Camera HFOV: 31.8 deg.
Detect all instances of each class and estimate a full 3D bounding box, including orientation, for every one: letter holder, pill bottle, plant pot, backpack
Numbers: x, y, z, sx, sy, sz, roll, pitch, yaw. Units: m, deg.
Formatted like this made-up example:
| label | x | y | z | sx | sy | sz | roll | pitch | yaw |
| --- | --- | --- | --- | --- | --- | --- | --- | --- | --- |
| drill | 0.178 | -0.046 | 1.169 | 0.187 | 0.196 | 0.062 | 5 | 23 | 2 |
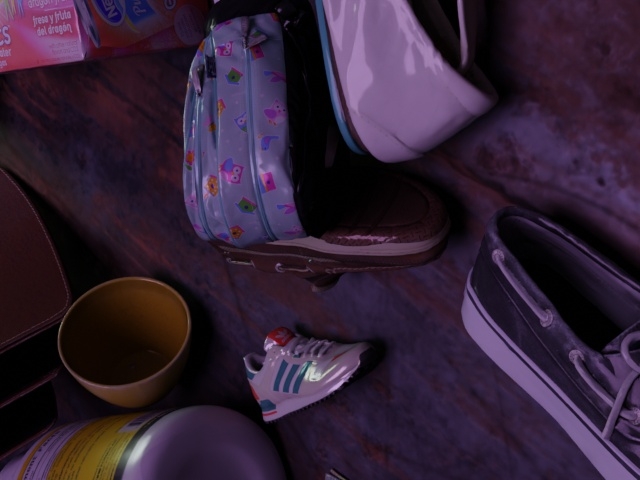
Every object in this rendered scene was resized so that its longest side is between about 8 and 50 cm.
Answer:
| label | x | y | z | sx | sy | sz | roll | pitch | yaw |
| --- | --- | --- | --- | --- | --- | --- | --- | --- | --- |
| letter holder | -0.382 | 0.077 | 1.283 | 0.302 | 0.214 | 0.152 | 50 | 166 | 43 |
| pill bottle | -0.203 | 0.274 | 1.157 | 0.334 | 0.188 | 0.188 | -15 | 92 | 47 |
| plant pot | -0.191 | 0.118 | 1.152 | 0.134 | 0.134 | 0.095 | 37 | 154 | 30 |
| backpack | -0.045 | -0.082 | 0.862 | 0.115 | 0.152 | 0.182 | -7 | 65 | 15 |

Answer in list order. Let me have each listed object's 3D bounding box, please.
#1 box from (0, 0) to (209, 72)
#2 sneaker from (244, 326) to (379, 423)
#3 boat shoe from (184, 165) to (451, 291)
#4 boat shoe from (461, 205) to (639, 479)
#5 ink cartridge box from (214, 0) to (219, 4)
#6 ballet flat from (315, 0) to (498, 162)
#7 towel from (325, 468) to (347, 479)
| label | x | y | z | sx | sy | sz | roll | pitch | yaw |
| --- | --- | --- | --- | --- | --- | --- | --- | --- | --- |
| box | -0.261 | -0.237 | 1.071 | 0.300 | 0.154 | 0.142 | 3 | 105 | 45 |
| sneaker | -0.017 | 0.110 | 1.012 | 0.161 | 0.057 | 0.075 | -33 | 85 | 48 |
| boat shoe | 0.004 | -0.005 | 0.946 | 0.257 | 0.095 | 0.095 | 11 | 136 | 40 |
| boat shoe | 0.219 | 0.085 | 0.732 | 0.306 | 0.113 | 0.105 | 47 | 146 | 35 |
| ink cartridge box | -0.040 | -0.244 | 0.921 | 0.122 | 0.052 | 0.088 | -11 | 95 | 45 |
| ballet flat | 0.037 | -0.257 | 0.806 | 0.139 | 0.139 | 0.400 | -10 | 101 | 46 |
| towel | 0.021 | 0.264 | 1.059 | 0.060 | 0.009 | 0.083 | 31 | 124 | 35 |
